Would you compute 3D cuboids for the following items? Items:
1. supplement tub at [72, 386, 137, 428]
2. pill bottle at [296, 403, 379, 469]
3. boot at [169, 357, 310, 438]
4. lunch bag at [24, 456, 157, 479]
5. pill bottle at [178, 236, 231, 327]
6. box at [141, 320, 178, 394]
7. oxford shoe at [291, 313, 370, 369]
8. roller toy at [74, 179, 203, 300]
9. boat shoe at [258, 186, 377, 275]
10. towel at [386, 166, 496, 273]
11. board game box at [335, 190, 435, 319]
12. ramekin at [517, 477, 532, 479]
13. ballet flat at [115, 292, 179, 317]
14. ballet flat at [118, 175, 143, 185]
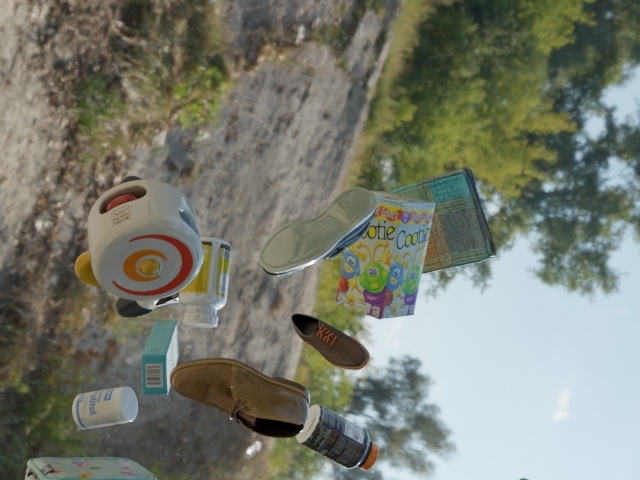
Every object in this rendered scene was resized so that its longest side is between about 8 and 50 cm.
[{"bbox_3d":[-0.417,0.324,1.571,0.071,0.107,0.071,-13,90,-76],"label":"supplement tub"},{"bbox_3d":[0.058,0.606,2.459,0.130,0.245,0.130,-50,-161,23],"label":"pill bottle"},{"bbox_3d":[-0.170,0.331,1.698,0.115,0.305,0.112,-86,-167,-60],"label":"boot"},{"bbox_3d":[-0.528,0.553,1.832,0.224,0.279,0.108,6,-95,59],"label":"lunch bag"},{"bbox_3d":[-0.250,0.091,1.741,0.103,0.103,0.184,120,-25,-75],"label":"pill bottle"},{"bbox_3d":[-0.385,0.278,1.957,0.244,0.060,0.101,-109,-161,-77],"label":"box"},{"bbox_3d":[0.020,0.286,2.305,0.097,0.271,0.098,-58,143,-13],"label":"oxford shoe"},{"bbox_3d":[-0.306,0.005,1.408,0.191,0.209,0.146,-60,-146,32],"label":"roller toy"},{"bbox_3d":[0.000,0.000,1.697,0.302,0.114,0.091,-29,149,-24],"label":"boat shoe"},{"bbox_3d":[0.305,-0.037,2.360,0.040,0.370,0.272,-27,100,-56],"label":"towel"},{"bbox_3d":[0.151,0.030,1.909,0.142,0.144,0.275,0,103,-50],"label":"board game box"},{"bbox_3d":[0.408,0.626,1.613,0.303,0.148,0.303,-49,153,-36],"label":"ramekin"},{"bbox_3d":[-0.388,0.126,1.902,0.203,0.074,0.074,-15,132,-53],"label":"ballet flat"},{"bbox_3d":[-0.370,-0.023,1.739,0.058,0.084,0.250,21,-43,63],"label":"ballet flat"}]
